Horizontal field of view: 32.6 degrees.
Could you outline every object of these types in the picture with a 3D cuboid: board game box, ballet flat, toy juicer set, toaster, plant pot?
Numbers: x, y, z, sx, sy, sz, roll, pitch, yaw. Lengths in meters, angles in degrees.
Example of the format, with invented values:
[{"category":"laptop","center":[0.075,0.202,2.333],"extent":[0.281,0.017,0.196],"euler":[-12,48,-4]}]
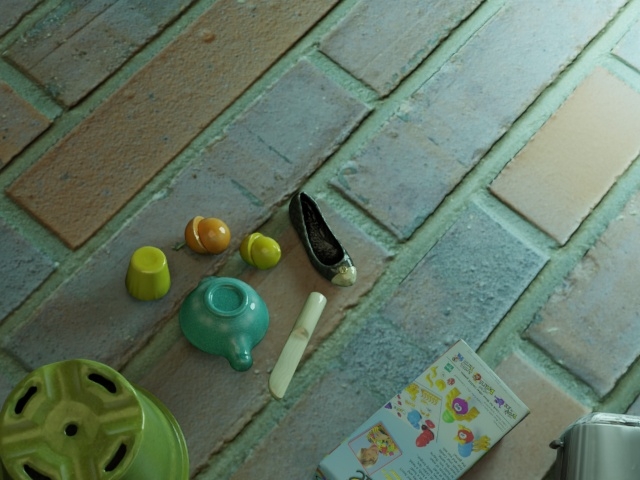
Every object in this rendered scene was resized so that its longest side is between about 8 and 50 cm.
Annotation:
[{"category":"board game box","center":[0.137,0.294,1.549],"extent":[0.275,0.142,0.144],"euler":[-38,75,-19]},{"category":"ballet flat","center":[0.000,0.000,1.715],"extent":[0.057,0.049,0.173],"euler":[-29,72,-15]},{"category":"toy juicer set","center":[-0.118,0.091,1.652],"extent":[0.329,0.089,0.209],"euler":[37,55,20]},{"category":"toaster","center":[0.441,0.335,1.569],"extent":[0.227,0.129,0.146],"euler":[7,64,-4]},{"category":"plant pot","center":[-0.315,0.277,1.454],"extent":[0.276,0.254,0.276],"euler":[2,66,-5]}]
